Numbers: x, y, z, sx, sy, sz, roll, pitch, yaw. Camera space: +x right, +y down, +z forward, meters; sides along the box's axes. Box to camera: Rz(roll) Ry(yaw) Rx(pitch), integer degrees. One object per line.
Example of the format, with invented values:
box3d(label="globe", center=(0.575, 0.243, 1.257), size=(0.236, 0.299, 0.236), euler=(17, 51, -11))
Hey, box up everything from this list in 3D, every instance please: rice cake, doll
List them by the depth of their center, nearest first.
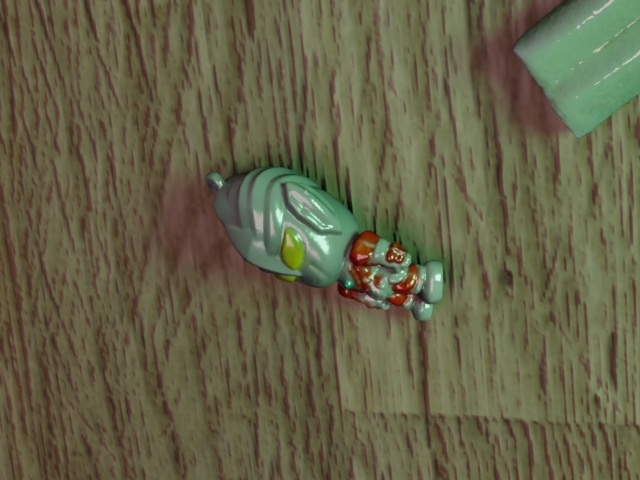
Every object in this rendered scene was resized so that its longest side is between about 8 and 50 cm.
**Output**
box3d(label="rice cake", center=(0.215, -0.153, 1.056), size=(0.221, 0.042, 0.080), euler=(-39, 97, 28))
box3d(label="doll", center=(0.000, 0.000, 1.184), size=(0.180, 0.079, 0.094), euler=(26, 148, 5))
